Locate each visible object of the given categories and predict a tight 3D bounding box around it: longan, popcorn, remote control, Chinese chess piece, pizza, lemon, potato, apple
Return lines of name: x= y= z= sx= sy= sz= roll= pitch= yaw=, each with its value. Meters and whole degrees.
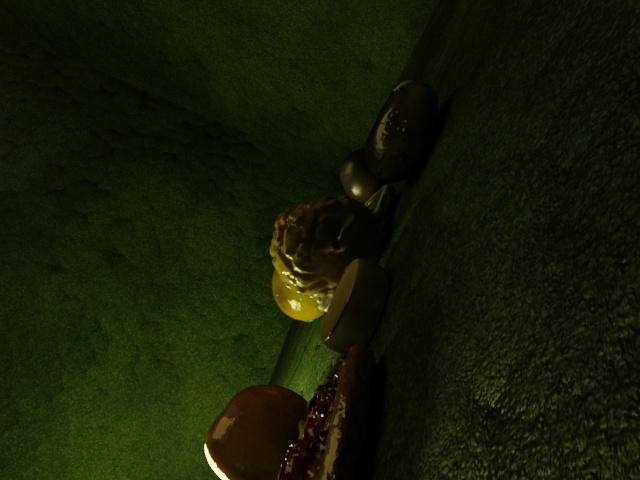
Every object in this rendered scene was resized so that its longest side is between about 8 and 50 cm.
longan: x=0.174 y=-0.263 z=1.809 sx=0.196 sy=0.196 sz=0.220 roll=126 pitch=163 yaw=-75
popcorn: x=0.000 y=0.000 z=1.404 sx=0.349 sy=0.349 sz=0.382 roll=-66 pitch=30 yaw=15
remote control: x=0.189 y=-0.098 z=1.567 sx=0.335 sy=0.065 sz=0.128 roll=136 pitch=155 yaw=-80
Chinese chess piece: x=0.088 y=0.169 z=1.166 sx=0.251 sy=0.097 sz=0.251 roll=-157 pitch=90 yaw=-86
pizza: x=-0.023 y=0.445 z=0.892 sx=0.406 sy=0.130 sz=0.440 roll=120 pitch=172 yaw=-49
lemon: x=-0.062 y=0.180 z=1.853 sx=0.297 sy=0.297 sz=0.297 roll=-157 pitch=90 yaw=-86
potato: x=0.238 y=-0.312 z=1.327 sx=0.210 sy=0.173 sz=0.307 roll=-72 pitch=3 yaw=-72
apple: x=-0.174 y=0.559 z=1.292 sx=0.299 sy=0.275 sz=0.299 roll=23 pitch=-90 yaw=-88

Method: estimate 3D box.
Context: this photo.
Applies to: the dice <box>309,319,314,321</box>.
dice: x=-0.058 y=0.294 z=2.177 sx=0.146 sy=0.143 sz=0.146 roll=115 pitch=179 yaw=-46

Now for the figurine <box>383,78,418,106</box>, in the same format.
figurine: x=0.314 y=-0.407 z=1.555 sx=0.250 sy=0.166 sz=0.141 roll=81 pitch=164 yaw=-48

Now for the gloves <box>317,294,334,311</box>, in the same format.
gloves: x=0.063 y=0.169 z=1.588 sx=0.119 sy=0.097 sz=0.229 roll=52 pitch=123 yaw=32

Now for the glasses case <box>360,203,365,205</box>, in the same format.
glasses case: x=0.116 y=-0.033 z=1.917 sx=0.308 sy=0.128 sz=0.083 roll=-66 pitch=29 yaw=20
